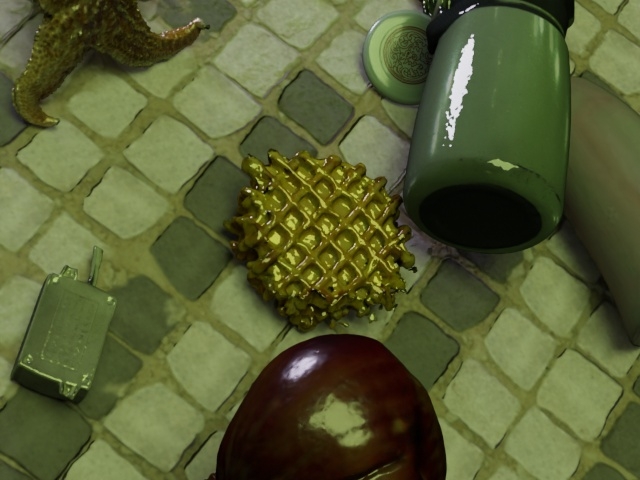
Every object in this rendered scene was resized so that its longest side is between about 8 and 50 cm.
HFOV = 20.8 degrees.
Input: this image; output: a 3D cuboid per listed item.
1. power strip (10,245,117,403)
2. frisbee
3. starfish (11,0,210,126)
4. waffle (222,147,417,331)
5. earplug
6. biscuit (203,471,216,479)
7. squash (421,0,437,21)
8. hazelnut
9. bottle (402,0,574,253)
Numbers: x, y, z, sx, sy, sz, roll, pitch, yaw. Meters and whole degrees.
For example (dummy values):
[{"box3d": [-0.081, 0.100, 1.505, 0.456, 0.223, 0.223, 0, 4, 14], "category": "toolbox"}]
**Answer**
[{"box3d": [-0.240, 0.075, 1.685, 0.075, 0.042, 0.175, 22, 57, -11], "category": "power strip"}, {"box3d": [0.100, -0.206, 1.962, 0.110, 0.014, 0.110, 2, 83, -15], "category": "frisbee"}, {"box3d": [-0.228, -0.272, 1.769, 0.060, 0.302, 0.299, 24, 63, 44], "category": "starfish"}, {"box3d": [0.000, 0.000, 1.807, 0.193, 0.070, 0.197, -7, 70, -25], "category": "waffle"}, {"box3d": [0.333, -0.054, 1.927, 0.172, 0.172, 0.301, -20, 66, -29], "category": "earplug"}, {"box3d": [-0.006, 0.333, 1.650, 0.305, 0.038, 0.305, 9, 61, -18], "category": "biscuit"}, {"box3d": [0.193, -0.366, 2.069, 0.071, 0.080, 0.318, 19, 50, 30], "category": "squash"}, {"box3d": [0.004, 0.196, 1.563, 0.229, 0.229, 0.229, 9, 62, -18], "category": "hazelnut"}, {"box3d": [0.190, -0.164, 1.874, 0.168, 0.168, 0.347, 19, 56, -12], "category": "bottle"}]
